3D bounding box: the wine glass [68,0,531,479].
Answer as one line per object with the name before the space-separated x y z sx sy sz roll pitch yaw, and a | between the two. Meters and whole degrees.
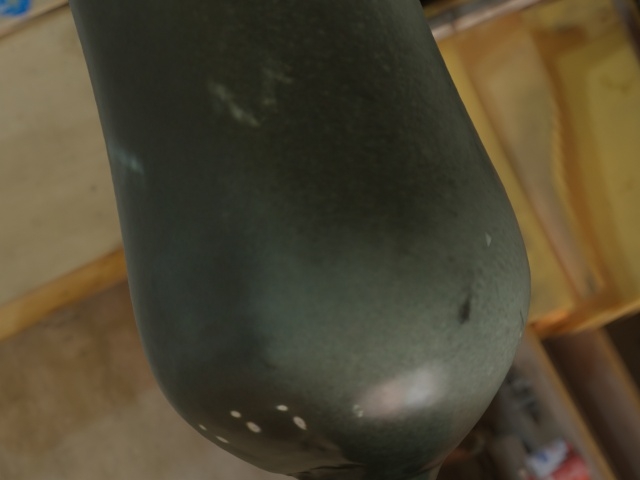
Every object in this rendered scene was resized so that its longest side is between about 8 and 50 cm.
wine glass | 0.000 0.000 0.435 0.103 0.103 0.231 164 90 -75
